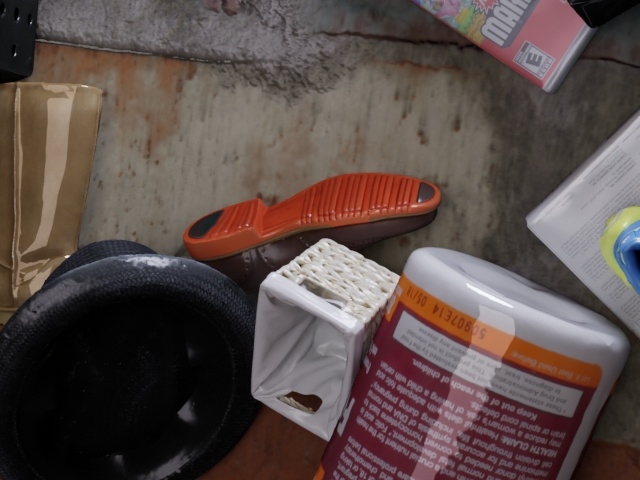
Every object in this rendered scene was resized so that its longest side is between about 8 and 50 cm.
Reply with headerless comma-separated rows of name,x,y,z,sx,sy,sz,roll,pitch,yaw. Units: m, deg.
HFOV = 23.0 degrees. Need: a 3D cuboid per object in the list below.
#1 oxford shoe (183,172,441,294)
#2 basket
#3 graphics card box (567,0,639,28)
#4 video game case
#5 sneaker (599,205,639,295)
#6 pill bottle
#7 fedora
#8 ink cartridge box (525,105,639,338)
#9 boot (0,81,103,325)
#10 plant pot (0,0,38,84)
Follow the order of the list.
oxford shoe,0.000,0.000,1.615,0.271,0.097,0.098,-11,115,18
basket,0.008,0.096,1.552,0.113,0.103,0.167,28,136,21
graphics card box,0.261,-0.412,1.463,0.232,0.094,0.371,-29,72,16
video game case,0.173,-0.307,1.565,0.285,0.025,0.204,37,103,20
sneaker,0.351,0.064,1.406,0.240,0.126,0.091,34,105,3
pill bottle,0.113,0.224,1.475,0.224,0.224,0.392,26,99,21
fedora,-0.214,0.120,1.636,0.334,0.334,0.152,-44,37,17
ink cartridge box,0.335,-0.002,1.488,0.224,0.056,0.181,45,106,-2
boot,-0.358,-0.041,1.761,0.236,0.089,0.270,3,90,13
plant pot,-0.412,-0.253,1.742,0.166,0.188,0.188,5,91,10
